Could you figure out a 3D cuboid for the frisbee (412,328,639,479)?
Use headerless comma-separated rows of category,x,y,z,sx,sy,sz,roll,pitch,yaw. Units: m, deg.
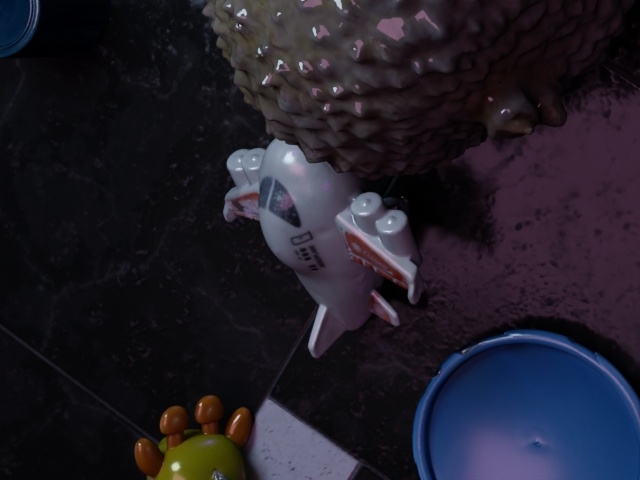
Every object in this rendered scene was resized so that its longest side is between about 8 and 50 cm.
frisbee,0.209,0.203,1.557,0.242,0.045,0.242,4,100,22

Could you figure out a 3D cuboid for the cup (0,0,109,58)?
cup,-0.312,-0.233,1.639,0.150,0.138,0.113,-43,82,22

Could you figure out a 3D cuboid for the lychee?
lychee,0.074,-0.248,1.368,0.380,0.380,0.432,-45,60,21

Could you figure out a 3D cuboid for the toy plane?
toy plane,0.003,-0.003,1.529,0.252,0.118,0.252,34,151,22

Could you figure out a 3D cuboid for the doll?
doll,-0.123,0.274,1.657,0.135,0.143,0.221,7,104,55
